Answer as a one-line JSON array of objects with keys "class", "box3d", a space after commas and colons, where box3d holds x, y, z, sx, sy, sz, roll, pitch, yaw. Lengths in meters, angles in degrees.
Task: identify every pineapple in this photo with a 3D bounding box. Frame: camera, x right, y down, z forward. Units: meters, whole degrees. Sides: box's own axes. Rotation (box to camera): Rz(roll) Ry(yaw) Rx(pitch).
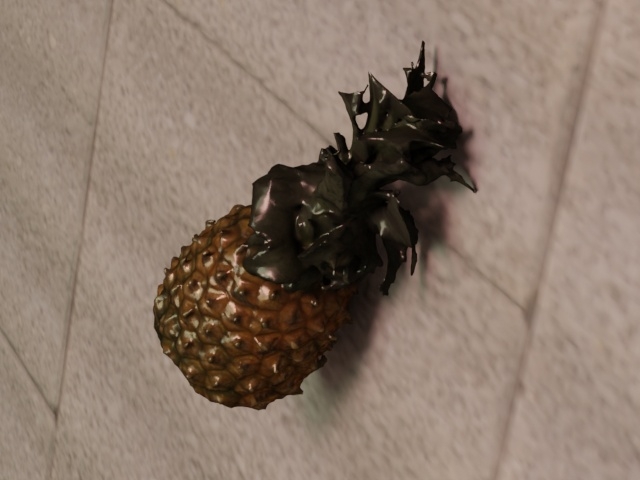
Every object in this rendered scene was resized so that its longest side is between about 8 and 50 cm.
[{"class": "pineapple", "box3d": [0.000, 0.000, 1.123, 0.251, 0.125, 0.125, -48, 47, 41]}]
